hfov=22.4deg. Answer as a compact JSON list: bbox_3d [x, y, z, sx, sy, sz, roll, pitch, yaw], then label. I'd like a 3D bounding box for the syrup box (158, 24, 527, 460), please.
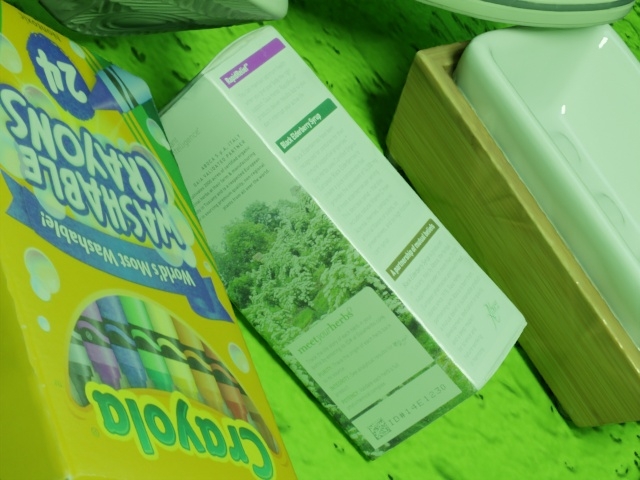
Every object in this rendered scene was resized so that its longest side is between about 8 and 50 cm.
[{"bbox_3d":[0.000,0.000,0.941,0.237,0.093,0.096,49,34,-2],"label":"syrup box"}]

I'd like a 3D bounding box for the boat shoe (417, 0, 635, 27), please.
[{"bbox_3d":[0.018,-0.266,1.082,0.500,0.156,0.187,17,16,-23],"label":"boat shoe"}]

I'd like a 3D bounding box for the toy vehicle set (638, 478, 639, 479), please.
[{"bbox_3d":[0.271,0.224,1.078,0.166,0.035,0.267,51,35,3],"label":"toy vehicle set"}]

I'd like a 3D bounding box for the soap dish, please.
[{"bbox_3d":[0.192,-0.016,1.147,0.229,0.118,0.291,-18,72,-52],"label":"soap dish"}]

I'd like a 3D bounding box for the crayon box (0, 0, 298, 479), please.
[{"bbox_3d":[-0.116,0.040,0.746,0.203,0.083,0.323,26,37,-59],"label":"crayon box"}]

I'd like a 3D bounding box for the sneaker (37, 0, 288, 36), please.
[{"bbox_3d":[-0.118,-0.199,0.842,0.350,0.131,0.148,13,73,-67],"label":"sneaker"}]
